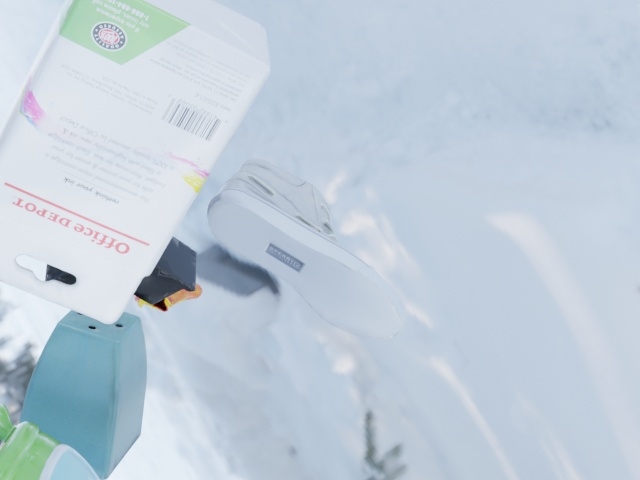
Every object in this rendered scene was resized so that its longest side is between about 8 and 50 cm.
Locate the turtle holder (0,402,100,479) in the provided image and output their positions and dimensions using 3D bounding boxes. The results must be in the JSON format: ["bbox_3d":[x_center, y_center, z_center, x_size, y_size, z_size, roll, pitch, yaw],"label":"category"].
[{"bbox_3d":[-0.381,0.371,1.642,0.227,0.243,0.320,35,173,-8],"label":"turtle holder"}]

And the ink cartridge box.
[{"bbox_3d":[-0.226,-0.103,1.375,0.207,0.353,0.119,25,-156,-20],"label":"ink cartridge box"}]

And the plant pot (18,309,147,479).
[{"bbox_3d":[-0.375,0.230,2.118,0.165,0.165,0.234,18,113,7],"label":"plant pot"}]

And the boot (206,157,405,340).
[{"bbox_3d":[0.000,0.000,1.493,0.258,0.123,0.095,36,130,-6],"label":"boot"}]

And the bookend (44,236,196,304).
[{"bbox_3d":[-0.290,0.040,1.910,0.157,0.156,0.072,35,-141,-39],"label":"bookend"}]

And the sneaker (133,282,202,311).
[{"bbox_3d":[-0.294,0.108,2.500,0.064,0.175,0.067,-35,67,35],"label":"sneaker"}]
